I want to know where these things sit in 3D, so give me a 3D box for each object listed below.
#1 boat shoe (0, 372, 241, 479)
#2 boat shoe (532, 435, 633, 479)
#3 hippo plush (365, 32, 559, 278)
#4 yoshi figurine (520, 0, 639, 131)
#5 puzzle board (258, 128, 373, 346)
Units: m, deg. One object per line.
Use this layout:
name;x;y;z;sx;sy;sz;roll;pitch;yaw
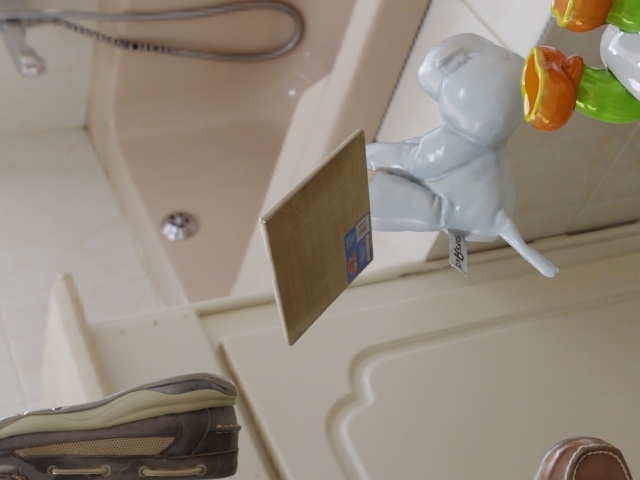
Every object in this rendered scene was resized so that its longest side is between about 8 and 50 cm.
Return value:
boat shoe;-0.252;0.238;0.943;0.132;0.356;0.130;33;-138;-73
boat shoe;0.248;0.327;0.736;0.116;0.123;0.324;160;105;-70
hippo plush;0.151;-0.128;1.086;0.294;0.235;0.236;-105;18;-60
yoshi figurine;0.392;-0.144;0.856;0.203;0.362;0.202;117;164;-76
puzzle board;0.000;0.000;0.587;0.011;0.096;0.128;28;148;28
